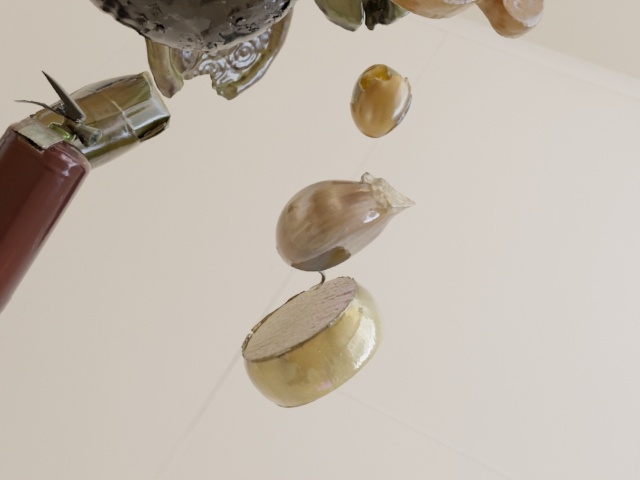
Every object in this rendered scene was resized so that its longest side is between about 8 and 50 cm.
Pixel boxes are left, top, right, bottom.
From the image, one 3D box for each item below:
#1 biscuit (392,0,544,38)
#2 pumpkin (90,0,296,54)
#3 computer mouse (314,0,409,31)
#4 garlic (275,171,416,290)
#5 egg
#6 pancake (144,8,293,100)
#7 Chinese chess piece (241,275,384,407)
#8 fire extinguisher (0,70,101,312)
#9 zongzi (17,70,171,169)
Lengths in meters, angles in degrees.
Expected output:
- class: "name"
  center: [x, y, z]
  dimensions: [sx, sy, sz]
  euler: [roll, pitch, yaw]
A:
- class: "biscuit"
  center: [0.175, -0.369, 0.723]
  dimensions: [0.355, 0.052, 0.275]
  euler: [-19, -89, -29]
- class: "pumpkin"
  center: [-0.110, -0.274, 0.515]
  dimensions: [0.233, 0.233, 0.163]
  euler: [-4, -143, -7]
- class: "computer mouse"
  center: [0.062, -0.570, 1.062]
  dimensions: [0.228, 0.145, 0.428]
  euler: [-9, -107, 3]
- class: "garlic"
  center: [-0.004, 0.000, 0.924]
  dimensions: [0.148, 0.266, 0.128]
  euler: [37, -130, -11]
- class: "egg"
  center: [0.069, -0.163, 0.723]
  dimensions: [0.071, 0.071, 0.083]
  euler: [25, -95, 12]
- class: "pancake"
  center: [-0.112, -0.259, 0.725]
  dimensions: [0.029, 0.211, 0.235]
  euler: [39, -146, 22]
- class: "Chinese chess piece"
  center: [-0.014, 0.179, 1.117]
  dimensions: [0.270, 0.270, 0.112]
  euler: [-41, -75, -27]
- class: "fire extinguisher"
  center: [-0.327, -0.043, 0.648]
  dimensions: [0.105, 0.105, 0.268]
  euler: [32, -90, 16]
- class: "zongzi"
  center: [-0.422, -0.187, 1.041]
  dimensions: [0.260, 0.122, 0.289]
  euler: [-36, -153, -32]
